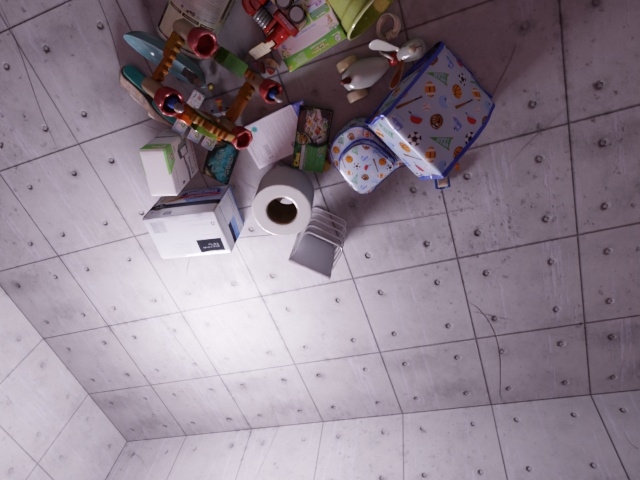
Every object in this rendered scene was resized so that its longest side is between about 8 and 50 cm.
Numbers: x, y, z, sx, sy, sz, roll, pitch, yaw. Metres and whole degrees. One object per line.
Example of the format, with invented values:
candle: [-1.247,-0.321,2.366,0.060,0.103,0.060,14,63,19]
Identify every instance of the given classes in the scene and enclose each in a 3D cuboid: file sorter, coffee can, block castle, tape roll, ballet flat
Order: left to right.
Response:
ballet flat: [-0.694,-0.571,1.842,0.316,0.107,0.106,49,137,-13]
coffee can: [-0.428,-0.815,1.575,0.201,0.201,0.275,33,120,-11]
block castle: [-0.355,-0.515,1.571,0.213,0.453,0.303,41,103,26]
tape roll: [-0.150,-0.164,1.870,0.246,0.169,0.246,2,125,3]
file sorter: [0.000,0.000,1.954,0.193,0.278,0.173,25,117,-6]

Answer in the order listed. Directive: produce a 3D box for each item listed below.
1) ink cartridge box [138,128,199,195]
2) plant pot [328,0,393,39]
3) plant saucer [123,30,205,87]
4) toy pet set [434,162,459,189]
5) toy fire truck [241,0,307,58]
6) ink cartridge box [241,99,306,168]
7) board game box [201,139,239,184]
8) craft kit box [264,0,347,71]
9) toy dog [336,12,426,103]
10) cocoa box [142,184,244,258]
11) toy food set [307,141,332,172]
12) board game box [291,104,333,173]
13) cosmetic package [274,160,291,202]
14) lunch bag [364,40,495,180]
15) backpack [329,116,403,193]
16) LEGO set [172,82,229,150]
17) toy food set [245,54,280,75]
ink cartridge box: [-0.619,-0.330,1.859,0.114,0.273,0.198,-1,121,7]
plant pot: [0.105,-0.849,1.452,0.254,0.276,0.276,46,118,-4]
plant saucer: [-0.560,-0.671,1.653,0.317,0.317,0.044,27,90,-7]
toy pet set: [0.505,-0.272,1.841,0.122,0.065,0.114,-7,84,11]
toy fire truck: [-0.193,-0.759,1.557,0.217,0.158,0.246,42,108,-16]
ink cartridge box: [-0.163,-0.438,1.839,0.311,0.065,0.186,-19,116,22]
board game box: [-0.437,-0.348,1.961,0.126,0.026,0.186,24,122,-6]
craft kit box: [-0.067,-0.785,1.620,0.250,0.061,0.247,-23,112,22]
toy dog: [0.190,-0.616,1.584,0.220,0.161,0.333,46,123,-3]
cocoa box: [-0.558,-0.083,2.017,0.347,0.228,0.231,-5,125,13]
toy food set: [0.009,-0.354,1.873,0.192,0.038,0.132,-16,117,18]
board game box: [-0.035,-0.401,1.792,0.136,0.030,0.260,10,122,-3]
cosmetic package: [-0.200,-0.227,1.973,0.099,0.060,0.239,29,121,-13]
lunch bag: [0.409,-0.462,1.614,0.328,0.239,0.385,41,86,-16]
backpack: [0.166,-0.335,1.766,0.263,0.213,0.276,43,119,-9]
LEGO set: [-0.459,-0.503,1.815,0.182,0.060,0.244,28,105,-28]
toy food set: [-0.221,-0.681,1.730,0.122,0.019,0.078,30,122,-18]
